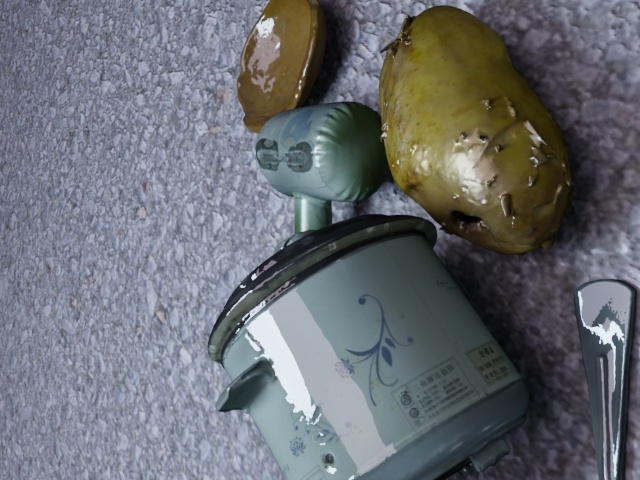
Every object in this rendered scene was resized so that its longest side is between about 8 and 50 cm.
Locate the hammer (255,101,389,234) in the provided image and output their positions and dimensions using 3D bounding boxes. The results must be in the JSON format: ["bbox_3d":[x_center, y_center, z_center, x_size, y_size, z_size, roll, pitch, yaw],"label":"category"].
[{"bbox_3d":[0.000,0.000,0.887,0.206,0.118,0.336,14,105,63],"label":"hammer"}]

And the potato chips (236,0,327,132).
[{"bbox_3d":[-0.047,-0.251,1.008,0.195,0.061,0.208,17,99,52],"label":"potato chips"}]

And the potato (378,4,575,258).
[{"bbox_3d":[0.146,-0.112,0.728,0.173,0.140,0.300,-49,49,35],"label":"potato"}]

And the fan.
[{"bbox_3d":[0.268,0.176,0.648,0.057,0.023,0.282,-7,79,37],"label":"fan"}]

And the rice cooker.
[{"bbox_3d":[0.040,0.120,0.708,0.264,0.316,0.317,119,137,-53],"label":"rice cooker"}]
